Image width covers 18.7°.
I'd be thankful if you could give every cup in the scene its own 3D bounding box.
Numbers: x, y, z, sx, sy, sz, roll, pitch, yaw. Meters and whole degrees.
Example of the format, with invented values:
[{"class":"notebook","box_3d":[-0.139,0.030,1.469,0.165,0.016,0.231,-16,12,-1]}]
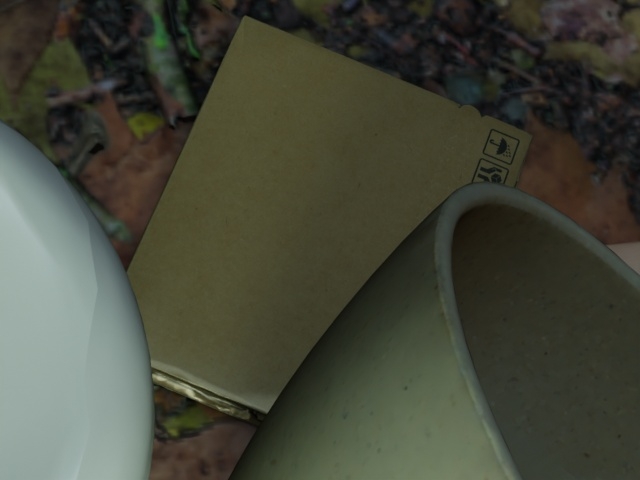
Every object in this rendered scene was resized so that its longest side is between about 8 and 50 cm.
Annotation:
[{"class":"cup","box_3d":[0.067,0.180,0.740,0.237,0.331,0.331,-39,74,21]}]

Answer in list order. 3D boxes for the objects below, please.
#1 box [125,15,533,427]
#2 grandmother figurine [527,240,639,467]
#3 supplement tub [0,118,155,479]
[{"class":"box","box_3d":[0.000,0.000,0.954,0.164,0.021,0.201,23,63,-1]},{"class":"grandmother figurine","box_3d":[0.246,0.043,0.949,0.342,0.104,0.208,-1,93,-15]},{"class":"supplement tub","box_3d":[-0.190,0.103,0.697,0.235,0.325,0.235,5,64,-10]}]
